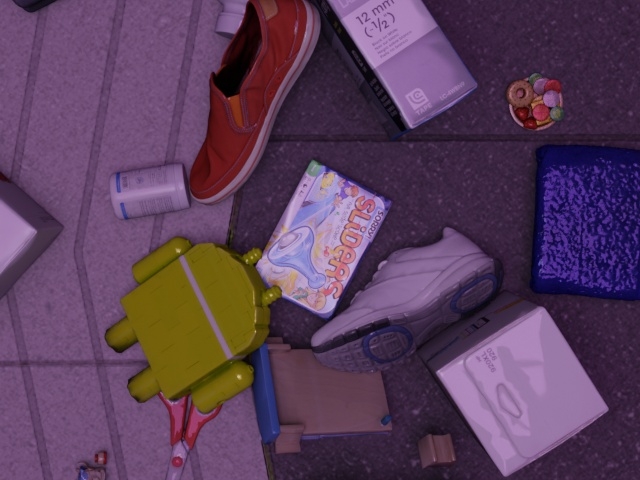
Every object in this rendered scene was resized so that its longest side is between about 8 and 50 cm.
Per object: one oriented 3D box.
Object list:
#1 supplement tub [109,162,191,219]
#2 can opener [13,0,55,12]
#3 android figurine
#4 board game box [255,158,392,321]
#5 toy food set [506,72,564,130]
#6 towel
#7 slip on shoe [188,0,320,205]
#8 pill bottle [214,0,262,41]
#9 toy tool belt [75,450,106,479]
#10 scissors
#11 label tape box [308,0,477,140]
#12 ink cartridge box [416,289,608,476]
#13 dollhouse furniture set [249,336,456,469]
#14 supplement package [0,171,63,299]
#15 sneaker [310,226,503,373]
[{"bbox_3d":[-0.245,-0.071,1.526,0.107,0.071,0.071,-9,93,-2],"label":"supplement tub"},{"bbox_3d":[-0.299,-0.386,1.508,0.283,0.076,0.095,-27,92,1],"label":"can opener"},{"bbox_3d":[-0.177,0.111,1.497,0.273,0.056,0.248,-35,71,17],"label":"android figurine"},{"bbox_3d":[0.000,0.000,1.553,0.136,0.035,0.201,27,92,-2],"label":"board game box"},{"bbox_3d":[0.319,-0.204,1.561,0.083,0.020,0.083,-19,93,-1],"label":"toy food set"},{"bbox_3d":[0.461,-0.020,1.552,0.308,0.076,0.227,5,85,-1],"label":"towel"},{"bbox_3d":[-0.115,-0.194,1.459,0.101,0.123,0.331,9,125,-34],"label":"slip on shoe"},{"bbox_3d":[-0.089,-0.379,1.498,0.108,0.108,0.193,14,92,-2],"label":"pill bottle"},{"bbox_3d":[-0.342,0.351,1.551,0.051,0.052,0.083,4,92,-10],"label":"toy tool belt"},{"bbox_3d":[-0.198,0.312,1.568,0.109,0.021,0.297,2,91,-4],"label":"scissors"},{"bbox_3d":[0.058,-0.312,1.434,0.115,0.249,0.347,-35,93,0],"label":"label tape box"},{"bbox_3d":[0.258,0.190,1.470,0.168,0.232,0.171,-34,93,0],"label":"ink cartridge box"},{"bbox_3d":[0.034,0.298,1.555,0.286,0.198,0.303,0,60,-23],"label":"dollhouse furniture set"},{"bbox_3d":[-0.536,-0.048,1.464,0.293,0.177,0.175,42,90,-3],"label":"supplement package"},{"bbox_3d":[0.113,0.087,1.517,0.297,0.129,0.111,-27,138,-12],"label":"sneaker"}]
